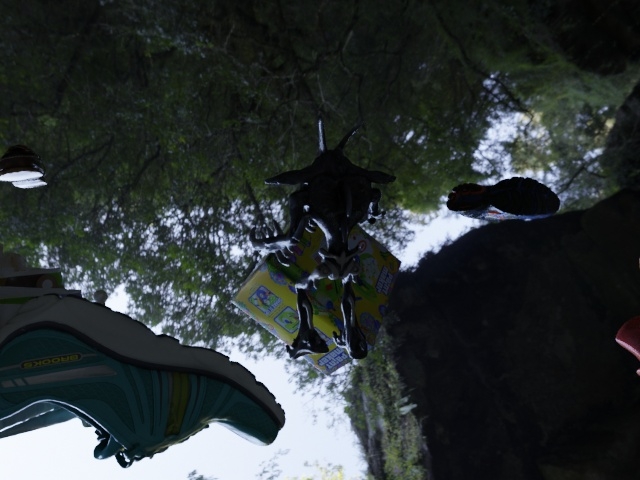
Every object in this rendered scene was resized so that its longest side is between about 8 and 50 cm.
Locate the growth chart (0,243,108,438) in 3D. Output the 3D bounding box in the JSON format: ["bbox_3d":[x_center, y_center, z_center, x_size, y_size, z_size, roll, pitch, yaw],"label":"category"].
[{"bbox_3d":[-0.261,0.090,0.379,0.021,0.237,0.172,-15,-108,14],"label":"growth chart"}]

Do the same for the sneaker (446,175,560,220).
[{"bbox_3d":[0.372,-0.078,0.895,0.087,0.221,0.083,22,-97,-41],"label":"sneaker"}]

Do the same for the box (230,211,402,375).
[{"bbox_3d":[0.005,0.091,1.015,0.279,0.177,0.290,40,-141,-6],"label":"box"}]

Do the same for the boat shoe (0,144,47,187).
[{"bbox_3d":[-0.569,-0.145,0.835,0.073,0.207,0.073,-11,-84,-28],"label":"boat shoe"}]

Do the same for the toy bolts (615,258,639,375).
[{"bbox_3d":[0.578,0.114,0.652,0.228,0.158,0.218,-43,-81,-4],"label":"toy bolts"}]

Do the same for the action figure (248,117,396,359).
[{"bbox_3d":[0.000,0.000,0.531,0.164,0.141,0.276,-5,-79,-29],"label":"action figure"}]

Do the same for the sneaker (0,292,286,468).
[{"bbox_3d":[-0.155,0.150,0.404,0.275,0.107,0.110,31,-128,-29],"label":"sneaker"}]
